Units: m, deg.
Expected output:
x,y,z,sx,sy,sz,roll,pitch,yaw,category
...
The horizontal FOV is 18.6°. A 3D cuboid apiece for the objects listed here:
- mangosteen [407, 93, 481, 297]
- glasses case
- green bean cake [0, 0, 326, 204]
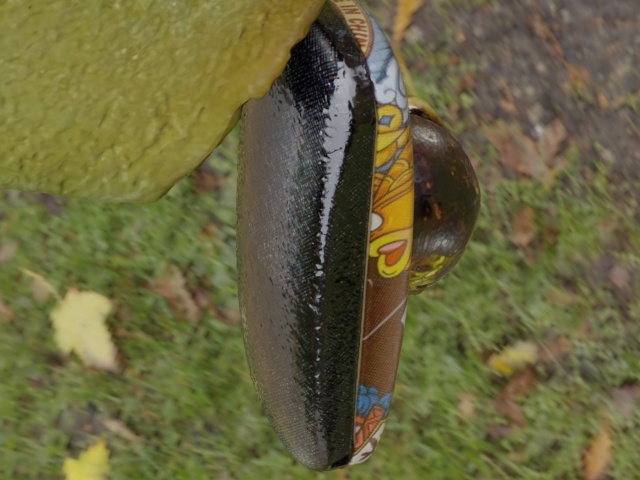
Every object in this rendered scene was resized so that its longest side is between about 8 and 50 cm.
x,y,z,sx,sy,sz,roll,pitch,yaw,category
0.028,-0.049,1.639,0.192,0.192,0.217,-29,63,11,mangosteen
0.000,0.000,1.158,0.082,0.321,0.122,-16,41,-23,glasses case
-0.127,-0.142,0.978,0.233,0.236,0.124,-53,48,28,green bean cake
